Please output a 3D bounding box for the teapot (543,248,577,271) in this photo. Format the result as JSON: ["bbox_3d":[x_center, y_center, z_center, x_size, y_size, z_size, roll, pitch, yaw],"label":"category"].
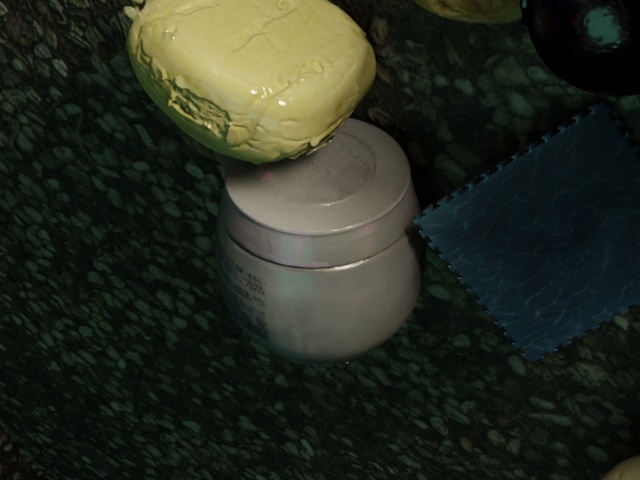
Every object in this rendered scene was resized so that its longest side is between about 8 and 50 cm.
[{"bbox_3d":[0.305,0.001,1.446,0.091,0.124,0.092,-19,81,33],"label":"teapot"}]

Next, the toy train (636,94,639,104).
[{"bbox_3d":[0.398,-0.161,1.159,0.104,0.071,0.178,49,146,-5],"label":"toy train"}]

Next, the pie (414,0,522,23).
[{"bbox_3d":[0.158,-0.298,1.193,0.185,0.052,0.218,27,149,-2],"label":"pie"}]

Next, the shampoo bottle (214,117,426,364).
[{"bbox_3d":[0.000,0.000,1.504,0.273,0.273,0.266,19,136,19],"label":"shampoo bottle"}]

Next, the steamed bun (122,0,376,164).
[{"bbox_3d":[-0.092,-0.197,1.365,0.273,0.232,0.166,30,141,6],"label":"steamed bun"}]

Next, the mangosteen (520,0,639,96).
[{"bbox_3d":[0.298,-0.227,1.063,0.230,0.194,0.194,-4,135,15],"label":"mangosteen"}]

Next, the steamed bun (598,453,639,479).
[{"bbox_3d":[0.533,0.417,1.641,0.334,0.233,0.312,17,142,8],"label":"steamed bun"}]

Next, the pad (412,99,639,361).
[{"bbox_3d":[0.287,-0.001,1.379,0.270,0.012,0.269,-34,114,20],"label":"pad"}]
